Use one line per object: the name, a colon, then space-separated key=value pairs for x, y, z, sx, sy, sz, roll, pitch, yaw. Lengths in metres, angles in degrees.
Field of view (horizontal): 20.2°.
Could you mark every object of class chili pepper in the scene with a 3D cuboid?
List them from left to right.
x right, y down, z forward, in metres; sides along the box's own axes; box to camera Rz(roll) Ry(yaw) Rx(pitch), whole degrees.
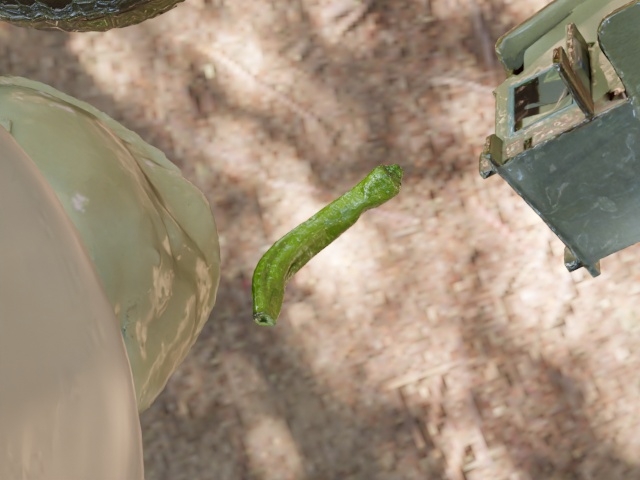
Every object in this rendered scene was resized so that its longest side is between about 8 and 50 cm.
chili pepper: x=-0.001 y=-0.001 z=0.672 sx=0.017 sy=0.083 sz=0.030 roll=53 pitch=163 yaw=-19

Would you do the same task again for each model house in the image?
model house: x=0.272 y=-0.143 z=1.244 sx=0.326 sy=0.244 sz=0.169 roll=-25 pitch=111 yaw=21

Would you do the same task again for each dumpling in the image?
dumpling: x=-0.107 y=0.004 z=0.736 sx=0.118 sy=0.136 sz=0.199 roll=-48 pitch=29 yaw=39

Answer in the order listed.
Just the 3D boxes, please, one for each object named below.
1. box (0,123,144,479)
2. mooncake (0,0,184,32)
box: x=-0.159 y=0.079 z=0.316 sx=0.262 sy=0.206 sz=0.291 roll=32 pitch=117 yaw=18
mooncake: x=-0.195 y=-0.355 z=1.302 sx=0.394 sy=0.246 sz=0.393 roll=1 pitch=113 yaw=11
